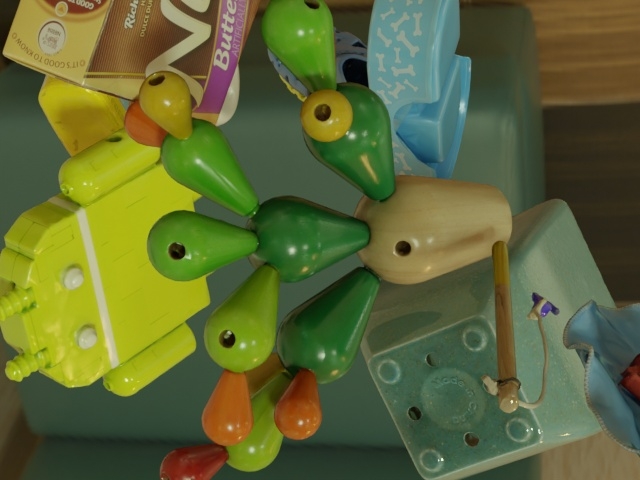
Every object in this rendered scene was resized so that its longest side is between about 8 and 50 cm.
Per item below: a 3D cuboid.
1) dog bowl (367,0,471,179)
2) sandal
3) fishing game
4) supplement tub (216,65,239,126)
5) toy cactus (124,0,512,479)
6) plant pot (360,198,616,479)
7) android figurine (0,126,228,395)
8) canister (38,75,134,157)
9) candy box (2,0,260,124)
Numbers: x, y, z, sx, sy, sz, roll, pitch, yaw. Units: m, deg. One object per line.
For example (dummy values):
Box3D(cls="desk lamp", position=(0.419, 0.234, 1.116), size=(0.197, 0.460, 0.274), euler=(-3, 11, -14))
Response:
Box3D(cls="dog bowl", position=(0.106, -0.176, 1.395), size=(0.074, 0.166, 0.297), euler=(11, 148, 14))
Box3D(cls="sandal", position=(0.050, -0.233, 1.875), size=(0.317, 0.126, 0.138), euler=(33, 172, 24))
Box3D(cls="fishing game", position=(0.185, 0.084, 0.551), size=(0.264, 0.189, 0.041), euler=(33, 115, -4))
Box3D(cls="supplement tub", position=(-0.216, -0.204, 1.650), size=(0.199, 0.144, 0.144), euler=(-6, 124, 18))
Box3D(cls="toy cactus", position=(0.000, 0.000, 0.582), size=(0.180, 0.112, 0.219), euler=(-6, 104, -33))
Box3D(cls="plant pot", position=(0.180, 0.131, 1.436), size=(0.248, 0.252, 0.247), euler=(-24, 93, 26))
Box3D(cls="android figurine", position=(-0.180, 0.024, 1.167), size=(0.056, 0.273, 0.248), euler=(20, 128, 36))
Box3D(cls="canister", position=(-0.203, -0.166, 1.258), size=(0.073, 0.170, 0.126), euler=(-4, 141, 17))
Box3D(cls="candy box", position=(-0.062, -0.153, 0.590), size=(0.053, 0.109, 0.187), euler=(22, 95, 26))
